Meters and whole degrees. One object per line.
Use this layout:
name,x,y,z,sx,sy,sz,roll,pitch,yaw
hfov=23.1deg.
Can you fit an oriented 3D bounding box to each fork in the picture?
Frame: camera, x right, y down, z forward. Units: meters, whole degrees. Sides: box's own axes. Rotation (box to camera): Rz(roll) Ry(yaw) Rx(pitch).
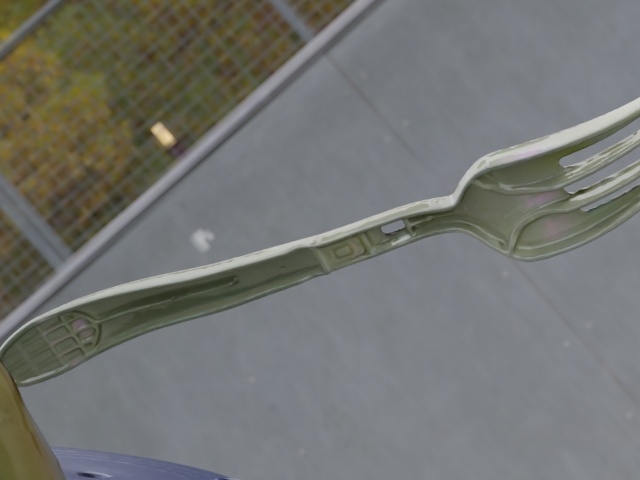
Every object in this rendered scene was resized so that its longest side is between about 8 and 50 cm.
fork,0.000,0.004,0.434,0.219,0.034,0.028,-19,37,18

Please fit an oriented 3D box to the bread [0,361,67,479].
bread,-0.191,0.097,0.369,0.210,0.300,0.341,-20,-5,-36

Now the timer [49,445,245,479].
timer,-0.190,0.356,1.149,0.270,0.270,0.383,132,145,-89
